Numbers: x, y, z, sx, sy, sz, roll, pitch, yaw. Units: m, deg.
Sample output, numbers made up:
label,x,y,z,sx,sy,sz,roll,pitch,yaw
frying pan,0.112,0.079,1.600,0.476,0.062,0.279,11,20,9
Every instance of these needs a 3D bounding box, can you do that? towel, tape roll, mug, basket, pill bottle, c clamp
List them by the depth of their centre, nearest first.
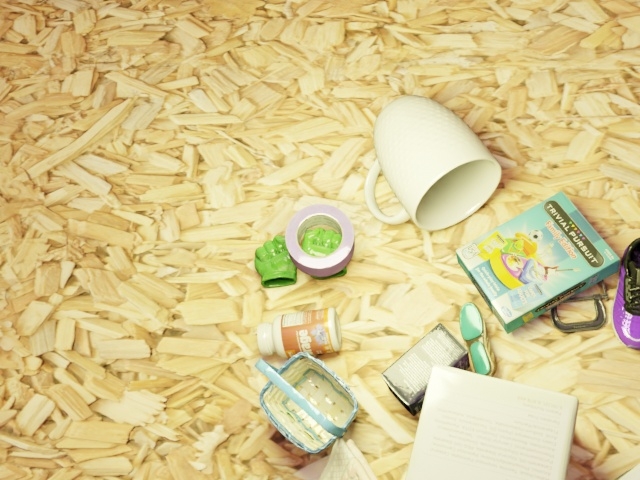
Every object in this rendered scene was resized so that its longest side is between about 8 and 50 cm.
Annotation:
label,x,y,z,sx,sy,sz,roll,pitch,yaw
towel,0.037,0.662,1.713,0.053,0.317,0.332,21,98,-20
basket,-0.029,0.406,1.879,0.254,0.289,0.201,39,80,26
c clamp,0.677,0.172,1.969,0.160,0.022,0.137,-13,70,6
pill bottle,-0.057,0.255,2.047,0.216,0.121,0.121,-10,65,10
tape roll,0.000,0.000,2.070,0.189,0.080,0.189,-1,70,4
mug,0.267,-0.206,2.117,0.374,0.276,0.328,-47,54,25

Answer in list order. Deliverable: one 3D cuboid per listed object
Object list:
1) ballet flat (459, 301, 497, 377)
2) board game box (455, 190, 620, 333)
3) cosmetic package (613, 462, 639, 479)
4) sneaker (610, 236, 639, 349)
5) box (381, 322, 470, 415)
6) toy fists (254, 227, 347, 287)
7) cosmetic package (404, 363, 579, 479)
label,x,y,z,sx,sy,sz,roll,pitch,yaw
ballet flat,0.412,0.263,1.964,0.073,0.067,0.206,-21,62,27
board game box,0.569,0.053,1.998,0.336,0.079,0.254,-30,58,-1
cosmetic package,0.657,0.616,1.661,0.224,0.225,0.138,-36,64,-3
sneaker,0.794,0.121,1.890,0.102,0.146,0.293,5,68,15
box,0.270,0.331,1.919,0.207,0.153,0.108,-41,65,-5
toy fists,-0.056,0.040,2.156,0.279,0.096,0.142,-11,63,10
cosmetic package,0.377,0.536,1.704,0.327,0.329,0.394,11,69,18
